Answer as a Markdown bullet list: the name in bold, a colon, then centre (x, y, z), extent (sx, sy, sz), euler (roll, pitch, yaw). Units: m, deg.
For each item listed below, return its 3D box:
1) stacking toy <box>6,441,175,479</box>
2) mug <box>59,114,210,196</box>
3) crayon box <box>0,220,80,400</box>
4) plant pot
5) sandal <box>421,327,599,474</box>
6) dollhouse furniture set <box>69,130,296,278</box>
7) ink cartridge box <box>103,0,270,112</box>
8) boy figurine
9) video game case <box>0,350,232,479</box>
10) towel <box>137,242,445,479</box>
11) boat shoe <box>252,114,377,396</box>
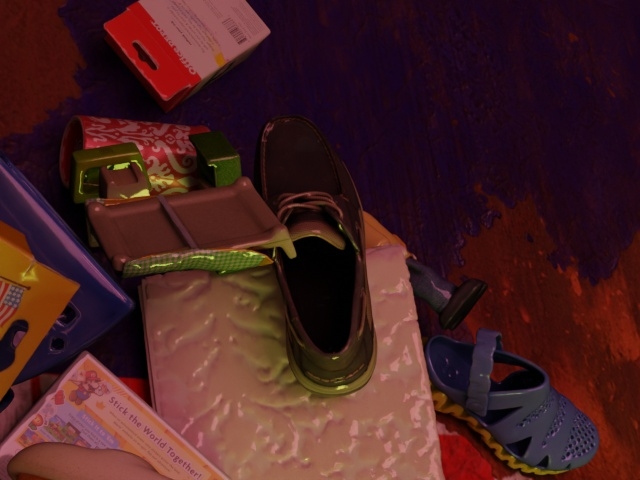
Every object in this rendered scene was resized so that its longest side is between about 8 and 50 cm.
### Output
- **stacking toy**: centre (-0.220, 0.457, 1.260), extent (0.350, 0.350, 0.480), euler (32, 69, -18)
- **mug**: centre (-0.226, -0.083, 1.691), extent (0.169, 0.113, 0.150), euler (7, 60, -29)
- **crayon box**: centre (-0.407, 0.033, 1.238), extent (0.318, 0.081, 0.202), euler (34, 94, -26)
- **plant pot**: centre (-0.346, 0.051, 1.428), extent (0.212, 0.236, 0.236), euler (-42, 95, -5)
- **sandal**: centre (0.265, 0.216, 1.865), extent (0.317, 0.138, 0.126), euler (30, 50, -22)
- **dollhouse furniture set**: centre (-0.160, 0.009, 1.541), extent (0.197, 0.151, 0.301), euler (-10, 28, -17)
- **ink cartridge box**: centre (-0.191, -0.266, 1.836), extent (0.134, 0.078, 0.231), euler (51, 48, -1)
- **boy figurine**: centre (0.088, 0.009, 1.849), extent (0.285, 0.092, 0.177), euler (39, 6, 17)
- **video game case**: centre (-0.242, 0.270, 1.496), extent (0.227, 0.026, 0.206), euler (43, 69, -8)
- **towel**: centre (-0.036, 0.170, 1.629), extent (0.332, 0.053, 0.317), euler (-7, 69, -6)
- **boat shoe**: centre (0.000, 0.000, 1.600), extent (0.132, 0.130, 0.355), euler (-12, 69, -7)
